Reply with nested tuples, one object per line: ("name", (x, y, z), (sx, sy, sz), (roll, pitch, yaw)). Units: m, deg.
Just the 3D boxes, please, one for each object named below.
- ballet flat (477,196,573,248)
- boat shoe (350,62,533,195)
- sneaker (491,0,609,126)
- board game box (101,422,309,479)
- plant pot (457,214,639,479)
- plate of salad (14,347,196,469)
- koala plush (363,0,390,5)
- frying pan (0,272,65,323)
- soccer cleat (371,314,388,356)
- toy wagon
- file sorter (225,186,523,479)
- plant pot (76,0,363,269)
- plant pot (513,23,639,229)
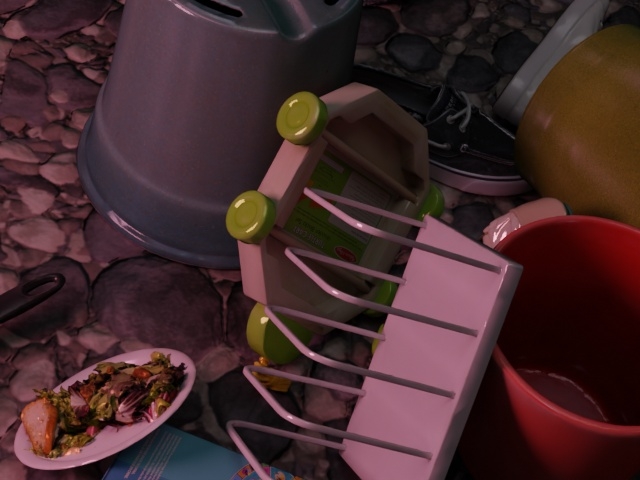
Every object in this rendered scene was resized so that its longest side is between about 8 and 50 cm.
("ballet flat", (0.216, 0.009, 1.632), (0.086, 0.248, 0.086), (2, 77, -9))
("boat shoe", (0.155, -0.152, 1.837), (0.301, 0.102, 0.108), (22, 48, 3))
("sneaker", (0.352, -0.238, 1.979), (0.123, 0.106, 0.290), (35, 57, 4))
("board game box", (-0.069, 0.326, 1.335), (0.336, 0.079, 0.254), (21, 35, 5))
("plant pot", (0.265, 0.151, 1.498), (0.275, 0.243, 0.275), (6, 49, -7))
("plate of salad", (-0.222, 0.160, 1.435), (0.200, 0.048, 0.200), (-19, 24, 9))
("koala plush", (0.060, -0.471, 2.051), (0.203, 0.196, 0.221), (11, 46, -21))
("frying pan", (-0.438, 0.109, 1.485), (0.197, 0.053, 0.326), (27, 46, 9))
("soccer cleat", (0.119, 0.077, 1.645), (0.060, 0.072, 0.179), (31, 49, 13))
("toy wagon", (0.000, 0.000, 1.573), (0.068, 0.267, 0.344), (24, 85, 42))
("file sorter", (0.039, 0.109, 1.396), (0.173, 0.277, 0.193), (15, 9, -23))
("plant pot", (-0.102, -0.199, 1.655), (0.341, 0.334, 0.341), (7, 49, -8))
("plant pot", (0.429, -0.071, 1.691), (0.366, 0.366, 0.353), (-25, 52, -31))
